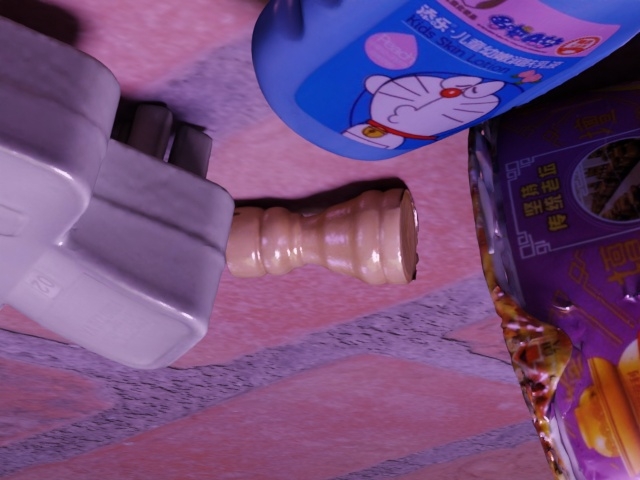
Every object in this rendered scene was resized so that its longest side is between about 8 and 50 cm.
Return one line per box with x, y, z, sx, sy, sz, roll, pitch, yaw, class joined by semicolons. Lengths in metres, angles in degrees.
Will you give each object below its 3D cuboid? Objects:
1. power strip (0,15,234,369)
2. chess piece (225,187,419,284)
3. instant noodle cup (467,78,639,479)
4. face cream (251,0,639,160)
-0.175;-0.043;0.843;0.261;0.141;0.229;23;149;-19;power strip
0.000;0.000;1.014;0.122;0.066;0.066;-3;159;15;chess piece
0.261;0.035;0.813;0.266;0.340;0.340;-20;153;19;instant noodle cup
0.085;-0.120;0.689;0.149;0.083;0.264;11;154;-33;face cream
